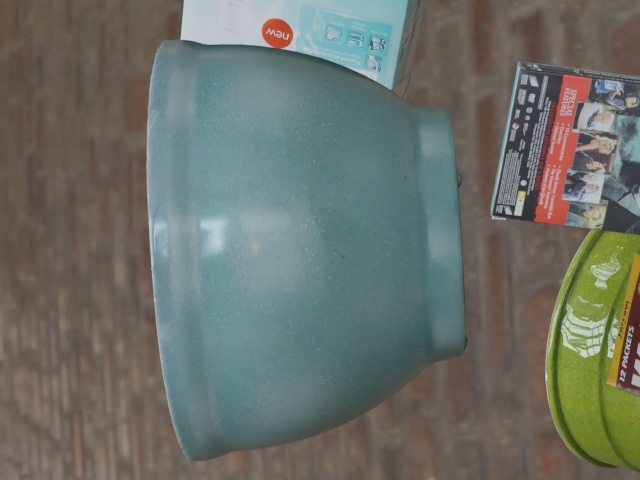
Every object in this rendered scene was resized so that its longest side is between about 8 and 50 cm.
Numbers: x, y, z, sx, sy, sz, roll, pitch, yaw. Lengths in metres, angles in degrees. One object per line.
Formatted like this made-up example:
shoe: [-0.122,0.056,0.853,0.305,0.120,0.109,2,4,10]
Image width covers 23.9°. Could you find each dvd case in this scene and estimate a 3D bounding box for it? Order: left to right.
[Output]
dvd case: [0.154,-0.044,0.785,0.013,0.119,0.087,-81,-2,-62]

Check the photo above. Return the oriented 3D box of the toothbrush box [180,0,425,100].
toothbrush box: [-0.010,-0.248,1.438,0.126,0.216,0.295,-64,-13,-53]

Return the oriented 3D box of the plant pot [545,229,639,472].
plant pot: [0.519,0.142,1.779,0.353,0.366,0.366,16,106,45]

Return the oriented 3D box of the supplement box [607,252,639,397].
supplement box: [0.390,0.098,1.341,0.194,0.191,0.129,-162,84,-77]

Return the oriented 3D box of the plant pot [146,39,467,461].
plant pot: [0.000,0.000,1.048,0.293,0.196,0.293,-4,-90,-87]
